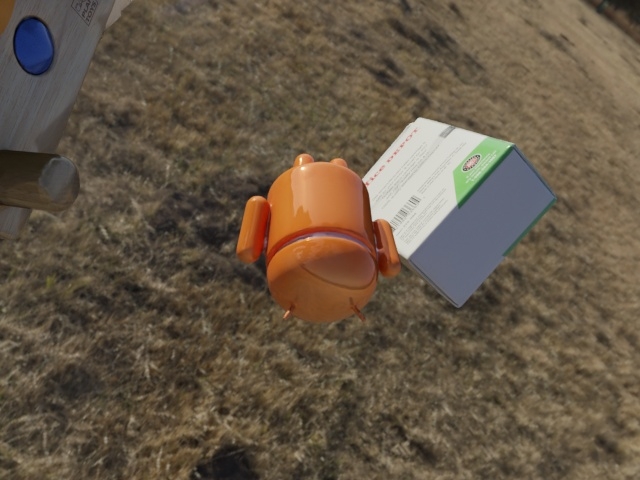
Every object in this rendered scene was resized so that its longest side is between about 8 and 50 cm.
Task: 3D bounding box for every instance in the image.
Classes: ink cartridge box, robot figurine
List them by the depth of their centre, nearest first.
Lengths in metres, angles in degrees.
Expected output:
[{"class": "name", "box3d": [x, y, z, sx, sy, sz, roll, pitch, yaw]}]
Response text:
[{"class": "robot figurine", "box3d": [-0.002, 0.000, 0.764, 0.158, 0.128, 0.220, 37, 35, -38]}, {"class": "ink cartridge box", "box3d": [0.178, -0.058, 1.023, 0.121, 0.211, 0.289, 41, 2, -24]}]

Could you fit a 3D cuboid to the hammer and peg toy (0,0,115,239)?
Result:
[{"class": "hammer and peg toy", "box3d": [-0.204, -0.206, 0.414, 0.266, 0.127, 0.362, 57, 44, -63]}]

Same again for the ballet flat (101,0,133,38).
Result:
[{"class": "ballet flat", "box3d": [-0.224, -0.365, 0.642, 0.181, 0.483, 0.164, -4, 23, -23]}]
